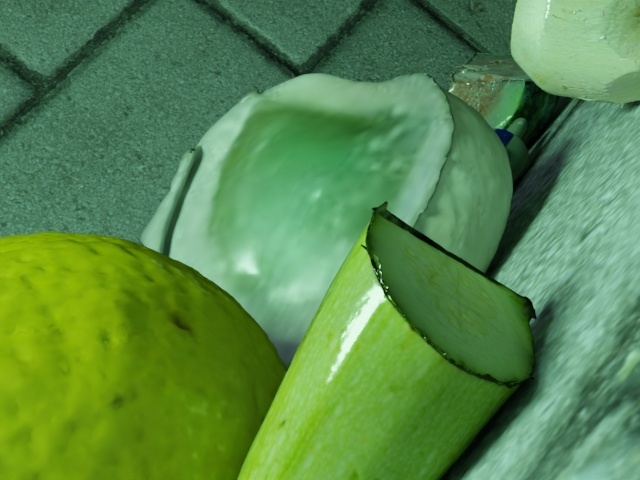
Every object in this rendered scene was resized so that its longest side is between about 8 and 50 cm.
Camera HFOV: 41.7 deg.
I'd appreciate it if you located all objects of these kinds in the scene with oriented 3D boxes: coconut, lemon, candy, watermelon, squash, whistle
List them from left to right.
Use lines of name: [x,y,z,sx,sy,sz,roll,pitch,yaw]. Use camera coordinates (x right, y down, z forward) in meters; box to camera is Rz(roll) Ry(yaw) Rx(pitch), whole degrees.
lemon: [-0.180,0.166,0.632,0.350,0.388,0.349,-23,64,59]
candy: [0.000,0.000,0.901,0.426,0.386,0.186,-63,-37,-31]
squash: [0.010,0.127,0.480,0.287,0.137,0.137,-56,-1,-1]
whistle: [0.230,-0.101,1.167,0.244,0.092,0.110,-51,-5,-38]
watermelon: [0.293,-0.236,1.395,0.224,0.180,0.305,-40,5,25]
coconut: [0.270,-0.205,0.781,0.161,0.162,0.161,-53,-28,-44]
